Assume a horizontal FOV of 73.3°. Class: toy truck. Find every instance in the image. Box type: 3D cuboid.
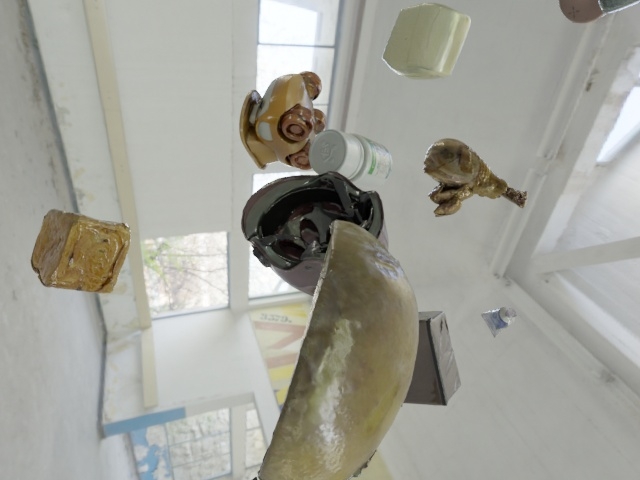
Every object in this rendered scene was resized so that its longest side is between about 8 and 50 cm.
[{"bbox_3d":[-0.098,-0.329,1.226,0.288,0.211,0.205,75,23,-58],"label":"toy truck"}]

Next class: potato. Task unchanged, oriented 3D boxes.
[{"bbox_3d":[0.036,0.087,0.368,0.100,0.120,0.261,103,3,-61],"label":"potato"}]

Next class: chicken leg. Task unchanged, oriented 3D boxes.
[{"bbox_3d":[0.548,-0.193,1.596,0.409,0.182,0.295,31,-88,19],"label":"chicken leg"}]

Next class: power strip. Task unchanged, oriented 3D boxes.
[{"bbox_3d":[0.758,-0.694,1.205,0.154,0.078,0.154,40,-30,28],"label":"power strip"}]

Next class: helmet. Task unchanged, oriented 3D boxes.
[{"bbox_3d":[0.000,0.000,0.940,0.338,0.271,0.197,20,-34,39],"label":"helmet"}]

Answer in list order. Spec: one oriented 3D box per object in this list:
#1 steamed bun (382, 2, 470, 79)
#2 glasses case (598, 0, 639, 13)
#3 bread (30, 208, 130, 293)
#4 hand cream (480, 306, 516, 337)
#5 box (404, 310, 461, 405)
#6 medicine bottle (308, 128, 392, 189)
[{"bbox_3d":[0.311,-0.568,1.252,0.250,0.154,0.200,42,-61,52],"label":"steamed bun"},{"bbox_3d":[0.719,-0.573,0.941,0.131,0.323,0.074,-5,-67,50],"label":"glasses case"},{"bbox_3d":[-0.490,0.022,0.883,0.143,0.149,0.158,15,-89,38],"label":"bread"},{"bbox_3d":[0.556,0.247,1.340,0.084,0.053,0.142,65,-23,21],"label":"hand cream"},{"bbox_3d":[0.172,0.264,0.990,0.252,0.153,0.189,-13,-95,32],"label":"box"},{"bbox_3d":[0.081,-0.211,1.125,0.139,0.236,0.139,-1,-92,35],"label":"medicine bottle"}]
